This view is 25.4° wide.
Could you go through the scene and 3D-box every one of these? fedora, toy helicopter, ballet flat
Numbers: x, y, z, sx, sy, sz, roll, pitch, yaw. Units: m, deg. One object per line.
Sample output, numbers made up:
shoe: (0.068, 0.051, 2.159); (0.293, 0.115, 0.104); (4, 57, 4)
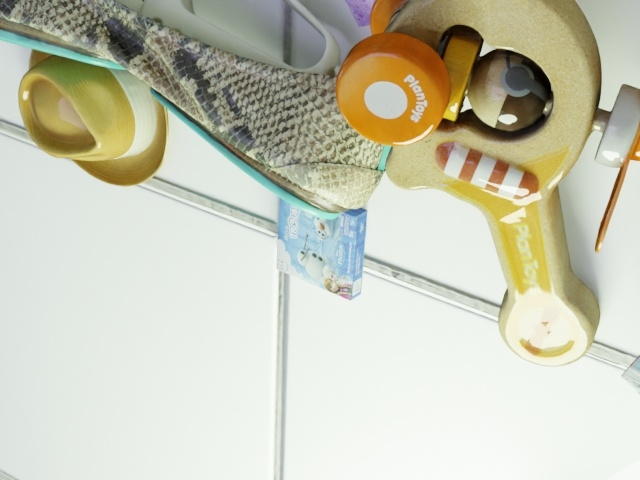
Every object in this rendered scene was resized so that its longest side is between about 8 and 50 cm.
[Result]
fedora: (-0.240, -0.132, 1.414); (0.194, 0.079, 0.194); (18, 122, 32)
toy helicopter: (0.169, -0.050, 1.100); (0.235, 0.140, 0.355); (-5, 123, 22)
ballet flat: (-0.136, -0.194, 1.265); (0.482, 0.164, 0.182); (28, 102, 18)

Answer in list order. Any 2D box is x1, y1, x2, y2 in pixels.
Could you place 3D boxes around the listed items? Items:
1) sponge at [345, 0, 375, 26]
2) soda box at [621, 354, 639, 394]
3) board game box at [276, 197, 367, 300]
sponge: (0.035, -0.266, 1.108); (0.117, 0.031, 0.210); (-2, 130, 42)
soda box: (0.310, 0.061, 1.072); (0.063, 0.058, 0.183); (45, 132, 13)
board game box: (0.000, 0.000, 1.323); (0.090, 0.020, 0.090); (22, 124, 31)
